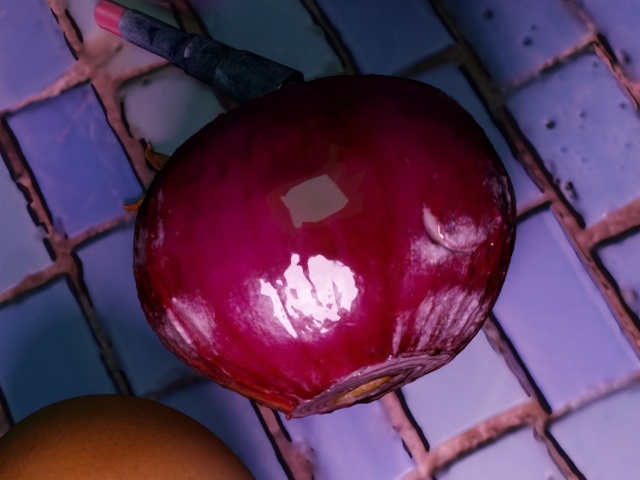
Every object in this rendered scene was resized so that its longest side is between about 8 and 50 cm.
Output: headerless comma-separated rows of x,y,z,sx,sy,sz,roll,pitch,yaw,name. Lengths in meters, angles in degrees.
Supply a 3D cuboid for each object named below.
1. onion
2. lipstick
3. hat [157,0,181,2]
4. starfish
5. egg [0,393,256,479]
0.000,0.000,1.261,0.337,0.260,0.281,-8,77,2,onion
-0.127,-0.183,1.475,0.234,0.053,0.053,26,77,21,lipstick
-0.142,-0.290,1.518,0.121,0.050,0.121,-3,74,9,hat
-0.124,-0.063,1.433,0.133,0.041,0.130,39,80,21,starfish
-0.146,0.272,1.198,0.250,0.250,0.322,-40,74,-5,egg
